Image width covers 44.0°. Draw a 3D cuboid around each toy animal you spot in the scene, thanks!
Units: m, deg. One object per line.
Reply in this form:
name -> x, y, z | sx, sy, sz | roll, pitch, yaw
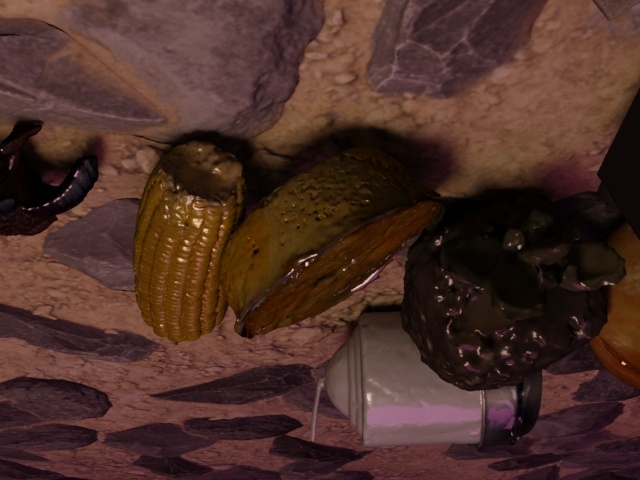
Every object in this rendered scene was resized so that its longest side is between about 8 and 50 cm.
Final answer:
toy animal -> -0.336, -0.037, 0.846 | 0.218, 0.116, 0.180 | -9, 150, -3

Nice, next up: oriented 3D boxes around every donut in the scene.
donut -> 0.000, 0.000, 0.878 | 0.272, 0.107, 0.272 | -30, 163, -10

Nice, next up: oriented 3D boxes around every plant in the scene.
plant -> 0.217, 0.049, 0.941 | 0.215, 0.213, 0.312 | -20, 155, -9

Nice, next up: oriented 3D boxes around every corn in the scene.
corn -> -0.158, 0.011, 0.942 | 0.131, 0.131, 0.344 | 3, 148, -11

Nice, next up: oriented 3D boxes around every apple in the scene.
apple -> 0.471, 0.083, 0.988 | 0.264, 0.265, 0.264 | -3, 150, -1

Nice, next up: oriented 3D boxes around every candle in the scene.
candle -> 0.153, 0.213, 1.238 | 0.342, 0.222, 0.221 | -1, 150, -1

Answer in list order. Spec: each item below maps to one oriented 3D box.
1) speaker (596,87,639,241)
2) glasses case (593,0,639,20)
speaker -> 0.419, -0.078, 0.725 | 0.232, 0.184, 0.254 | 4, 130, -13
glasses case -> 0.200, -0.251, 0.596 | 0.070, 0.047, 0.205 | -30, 141, 31
